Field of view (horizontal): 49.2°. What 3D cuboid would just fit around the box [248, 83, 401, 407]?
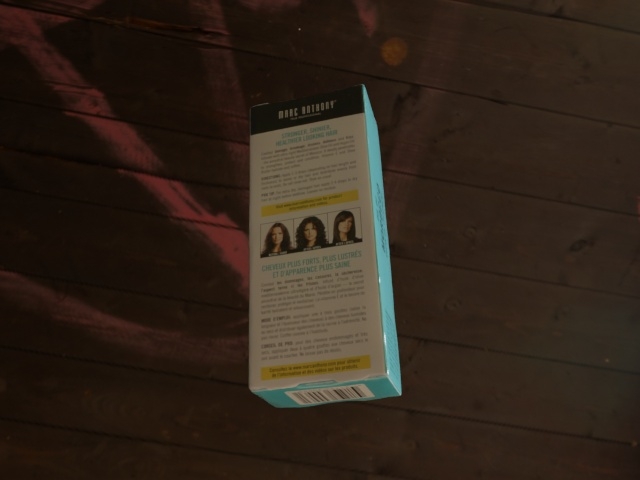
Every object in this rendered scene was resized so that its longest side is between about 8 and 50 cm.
[{"bbox_3d":[0.000,0.000,0.547,0.100,0.060,0.244,-9,-117,13],"label":"box"}]
